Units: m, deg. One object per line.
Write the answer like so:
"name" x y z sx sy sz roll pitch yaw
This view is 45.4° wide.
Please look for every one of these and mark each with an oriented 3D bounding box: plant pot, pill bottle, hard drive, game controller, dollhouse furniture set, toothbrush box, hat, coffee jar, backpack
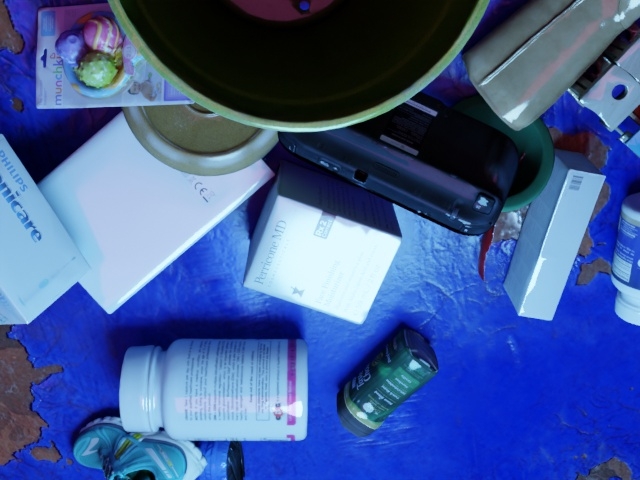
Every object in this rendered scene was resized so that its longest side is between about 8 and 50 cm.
"plant pot" -0.152 -0.204 1.026 0.237 0.032 0.236 -1 95 -7
"pill bottle" 0.503 0.030 1.157 0.112 0.112 0.186 -2 116 0
"hard drive" -0.246 -0.071 1.074 0.308 0.040 0.203 -40 98 3
"game controller" 0.107 -0.131 1.025 0.319 0.166 0.067 26 149 3
"dollhouse furniture set" 0.440 -0.198 1.036 0.184 0.129 0.129 36 109 -16
"toothbrush box" -0.488 -0.002 1.036 0.296 0.126 0.216 -6 121 38
"hat" 0.232 -0.086 1.142 0.173 0.183 0.208 26 72 6
"pill bottle" -0.162 0.235 1.211 0.283 0.160 0.160 1 115 -2
"plant pot" -0.031 -0.334 0.826 0.367 0.353 0.366 -2 110 -5
"coffee jar" 0.104 0.235 1.254 0.079 0.096 0.184 37 108 -14
"backpack" -0.185 0.393 1.321 0.101 0.098 0.120 2 116 2

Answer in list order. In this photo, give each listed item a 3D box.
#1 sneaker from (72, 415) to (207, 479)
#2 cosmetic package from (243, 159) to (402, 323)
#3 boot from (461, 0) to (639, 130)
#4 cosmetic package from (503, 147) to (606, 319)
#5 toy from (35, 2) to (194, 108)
"sneaker" -0.319 0.364 1.261 0.276 0.110 0.107 -2 124 34
"cosmetic package" 0.000 0.000 1.107 0.184 0.151 0.151 18 113 -10
"boot" 0.287 -0.315 0.991 0.269 0.089 0.236 -41 77 32
"cosmetic package" 0.345 -0.009 1.143 0.061 0.099 0.238 8 116 -8
"toy" -0.274 -0.243 0.978 0.238 0.056 0.136 2 89 14
